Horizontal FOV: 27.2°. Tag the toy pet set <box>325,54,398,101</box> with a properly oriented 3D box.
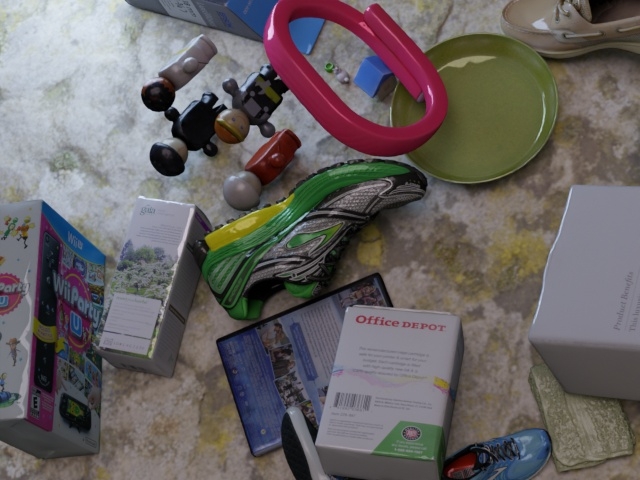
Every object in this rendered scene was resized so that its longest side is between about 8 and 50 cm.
[{"bbox_3d":[0.055,-0.255,1.949,0.122,0.065,0.114,-43,65,-4],"label":"toy pet set"}]

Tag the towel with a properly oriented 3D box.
[{"bbox_3d":[0.336,0.218,1.705,0.110,0.027,0.148,-17,65,7],"label":"towel"}]

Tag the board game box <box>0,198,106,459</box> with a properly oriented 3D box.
[{"bbox_3d":[-0.386,0.127,1.822,0.097,0.224,0.303,-8,67,13],"label":"board game box"}]

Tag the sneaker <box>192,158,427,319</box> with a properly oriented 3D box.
[{"bbox_3d":[0.000,0.000,1.840,0.343,0.134,0.146,-29,71,11],"label":"sneaker"}]

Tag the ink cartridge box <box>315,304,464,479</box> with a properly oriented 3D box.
[{"bbox_3d":[0.093,0.196,1.692,0.154,0.093,0.212,4,57,14],"label":"ink cartridge box"}]

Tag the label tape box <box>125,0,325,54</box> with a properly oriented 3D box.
[{"bbox_3d":[-0.130,-0.452,2.056,0.333,0.106,0.241,18,75,21],"label":"label tape box"}]

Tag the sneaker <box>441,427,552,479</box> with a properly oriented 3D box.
[{"bbox_3d":[0.218,0.282,1.683,0.162,0.073,0.063,-24,64,4],"label":"sneaker"}]

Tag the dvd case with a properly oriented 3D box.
[{"bbox_3d":[-0.004,0.169,1.816,0.253,0.022,0.180,-23,64,5],"label":"dvd case"}]

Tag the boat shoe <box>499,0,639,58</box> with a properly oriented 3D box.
[{"bbox_3d":[0.377,-0.319,1.840,0.302,0.098,0.109,11,67,38],"label":"boat shoe"}]

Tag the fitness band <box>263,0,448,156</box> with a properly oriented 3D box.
[{"bbox_3d":[0.047,-0.237,1.840,0.209,0.054,0.291,-27,69,-37],"label":"fitness band"}]

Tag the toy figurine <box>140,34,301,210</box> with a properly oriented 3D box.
[{"bbox_3d":[-0.148,-0.165,1.884,0.213,0.209,0.148,28,62,21],"label":"toy figurine"}]

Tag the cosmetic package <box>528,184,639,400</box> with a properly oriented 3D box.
[{"bbox_3d":[0.503,0.073,1.569,0.453,0.161,0.230,4,60,32],"label":"cosmetic package"}]

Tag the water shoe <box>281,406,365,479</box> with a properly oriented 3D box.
[{"bbox_3d":[0.016,0.305,1.734,0.080,0.073,0.203,-16,67,-28],"label":"water shoe"}]

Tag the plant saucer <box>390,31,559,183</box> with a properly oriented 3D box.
[{"bbox_3d":[0.221,-0.184,1.892,0.241,0.037,0.241,-6,66,13],"label":"plant saucer"}]

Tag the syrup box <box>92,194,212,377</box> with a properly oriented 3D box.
[{"bbox_3d":[-0.235,0.064,1.878,0.093,0.096,0.237,9,71,16],"label":"syrup box"}]
